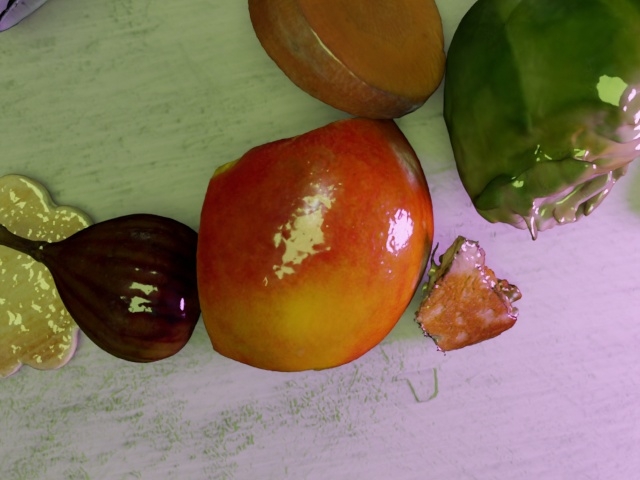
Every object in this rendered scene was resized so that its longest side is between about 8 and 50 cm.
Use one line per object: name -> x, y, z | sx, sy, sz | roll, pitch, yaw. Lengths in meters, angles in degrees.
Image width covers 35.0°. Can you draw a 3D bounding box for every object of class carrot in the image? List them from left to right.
carrot -> 0.043, -0.299, 1.380 | 0.258, 0.100, 0.307 | -26, 81, -35

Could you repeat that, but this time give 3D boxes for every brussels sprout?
brussels sprout -> 0.318, -0.194, 1.340 | 0.276, 0.371, 0.315 | -12, 54, -31

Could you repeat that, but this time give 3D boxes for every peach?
peach -> 0.000, 0.000, 1.405 | 0.306, 0.242, 0.380 | 8, 96, 7

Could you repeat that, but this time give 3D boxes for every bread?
bread -> -0.472, 0.053, 1.528 | 0.316, 0.054, 0.316 | 0, 97, 3

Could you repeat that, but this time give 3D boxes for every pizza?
pizza -> 0.195, 0.076, 1.446 | 0.147, 0.069, 0.226 | -34, 134, 11

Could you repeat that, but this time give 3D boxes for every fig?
fig -> -0.318, 0.051, 1.424 | 0.321, 0.217, 0.217 | 15, 97, -2

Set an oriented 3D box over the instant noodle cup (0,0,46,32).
instant noodle cup -> -0.441, -0.418, 1.393 | 0.251, 0.251, 0.190 | -41, 102, 6
